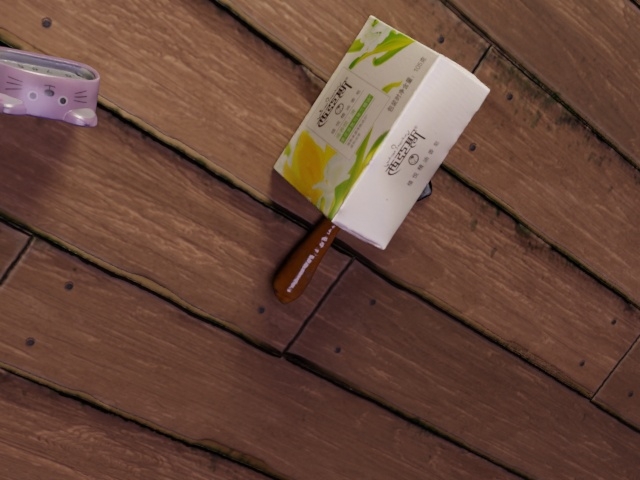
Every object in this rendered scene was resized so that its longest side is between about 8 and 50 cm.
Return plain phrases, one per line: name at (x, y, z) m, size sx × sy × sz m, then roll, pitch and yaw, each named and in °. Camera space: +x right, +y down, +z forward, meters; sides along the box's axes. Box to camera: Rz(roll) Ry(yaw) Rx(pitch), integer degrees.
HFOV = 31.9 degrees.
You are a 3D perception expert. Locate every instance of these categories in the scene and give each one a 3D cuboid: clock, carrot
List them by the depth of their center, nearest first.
clock at (-0.332, -0.183, 1.324) m, size 0.153 × 0.110 × 0.050 m, roll 7°, pitch 113°, yaw -31°
carrot at (0.000, 0.000, 1.643) m, size 0.048 × 0.048 × 0.216 m, roll 35°, pitch 90°, yaw -36°

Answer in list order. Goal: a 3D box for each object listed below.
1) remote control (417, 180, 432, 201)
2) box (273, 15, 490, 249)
remote control at (0.146, -0.101, 1.683) m, size 0.039 × 0.014 × 0.096 m, roll -26°, pitch 123°, yaw -14°
box at (0.076, -0.147, 1.510) m, size 0.111 × 0.194 × 0.260 m, roll 25°, pitch 101°, yaw -35°
